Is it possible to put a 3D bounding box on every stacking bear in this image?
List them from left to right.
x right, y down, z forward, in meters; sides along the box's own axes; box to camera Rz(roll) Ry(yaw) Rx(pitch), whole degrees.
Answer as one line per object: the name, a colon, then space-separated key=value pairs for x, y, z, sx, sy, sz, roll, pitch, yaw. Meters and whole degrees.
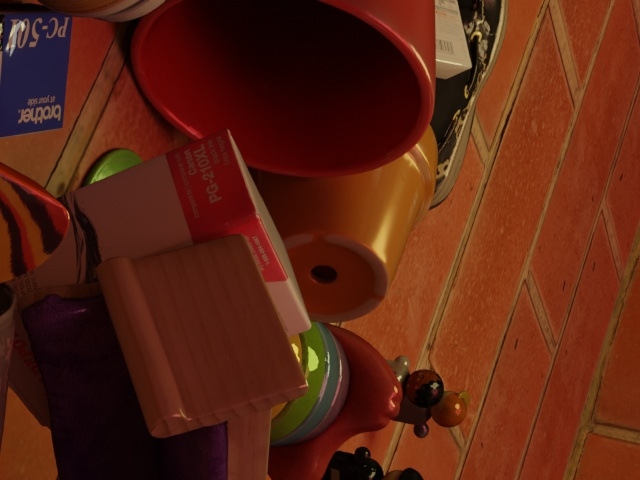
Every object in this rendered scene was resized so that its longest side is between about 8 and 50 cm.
stacking bear: x=-0.076 y=0.126 z=1.630 sx=0.175 sy=0.164 sz=0.289 roll=-41 pitch=148 yaw=14

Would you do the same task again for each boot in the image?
boot: x=0.100 y=-0.224 z=1.918 sx=0.284 sy=0.138 sz=0.378 roll=4 pitch=102 yaw=-67

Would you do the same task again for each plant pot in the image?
plant pot: x=-0.013 y=-0.233 z=1.512 sx=0.275 sy=0.274 sz=0.243 roll=67 pitch=30 yaw=-52
plant pot: x=0.011 y=-0.029 z=1.635 sx=0.188 sy=0.205 sz=0.205 roll=-82 pitch=165 yaw=-45

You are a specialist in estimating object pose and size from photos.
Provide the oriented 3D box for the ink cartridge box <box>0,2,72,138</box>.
ink cartridge box: x=-0.263 y=-0.124 z=1.223 sx=0.207 sy=0.046 sz=0.097 roll=-19 pitch=118 yaw=-64

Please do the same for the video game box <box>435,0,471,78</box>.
video game box: x=0.066 y=-0.275 z=1.750 sx=0.205 sy=0.048 sz=0.187 roll=5 pitch=72 yaw=-46

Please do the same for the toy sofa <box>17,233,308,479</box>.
toy sofa: x=-0.120 y=0.171 z=1.284 sx=0.363 sy=0.177 sz=0.150 roll=96 pitch=-24 yaw=-52

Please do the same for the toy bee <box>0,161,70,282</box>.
toy bee: x=-0.315 y=-0.051 z=1.037 sx=0.162 sy=0.298 sz=0.195 roll=-49 pitch=-170 yaw=-3

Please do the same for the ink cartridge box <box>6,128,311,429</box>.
ink cartridge box: x=-0.148 y=0.036 z=1.314 sx=0.172 sy=0.237 sz=0.100 roll=66 pitch=3 yaw=-53

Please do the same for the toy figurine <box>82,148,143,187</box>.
toy figurine: x=-0.127 y=0.012 z=1.451 sx=0.130 sy=0.159 sz=0.173 roll=65 pitch=42 yaw=-54

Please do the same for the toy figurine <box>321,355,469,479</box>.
toy figurine: x=0.099 y=0.258 z=2.095 sx=0.213 sy=0.148 sz=0.210 roll=48 pitch=56 yaw=-61

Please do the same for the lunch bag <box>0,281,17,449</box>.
lunch bag: x=-0.301 y=0.157 z=1.089 sx=0.287 sy=0.168 sz=0.235 roll=-41 pitch=139 yaw=-72

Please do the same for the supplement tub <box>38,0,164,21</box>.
supplement tub: x=-0.191 y=-0.248 z=1.210 sx=0.199 sy=0.144 sz=0.144 roll=27 pitch=75 yaw=-66
